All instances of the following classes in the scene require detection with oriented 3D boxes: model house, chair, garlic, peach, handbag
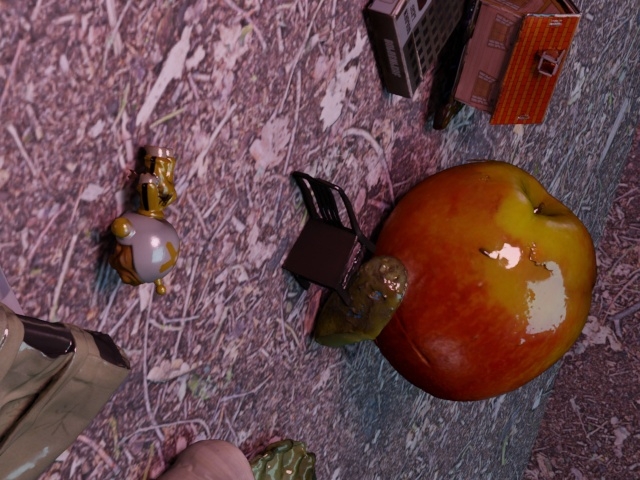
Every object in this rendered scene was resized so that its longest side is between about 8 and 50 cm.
[{"bbox_3d":[0.302,-0.294,1.668,0.207,0.154,0.294,-46,157,-46],"label":"model house"},{"bbox_3d":[0.000,0.000,1.468,0.101,0.084,0.212,-64,157,-14],"label":"chair"},{"bbox_3d":[-0.158,0.365,1.386,0.142,0.178,0.229,7,85,-33],"label":"garlic"},{"bbox_3d":[0.232,0.064,1.710,0.370,0.370,0.370,-45,148,-39],"label":"peach"},{"bbox_3d":[-0.316,0.150,0.908,0.253,0.109,0.316,-47,152,4],"label":"handbag"}]

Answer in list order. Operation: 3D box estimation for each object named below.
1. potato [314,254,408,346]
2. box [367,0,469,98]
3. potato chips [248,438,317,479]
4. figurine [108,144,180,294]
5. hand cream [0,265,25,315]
[{"bbox_3d":[0.047,0.091,1.599,0.054,0.198,0.119,21,56,-29],"label":"potato"},{"bbox_3d":[0.171,-0.372,1.522,0.325,0.047,0.180,-58,155,-19],"label":"box"},{"bbox_3d":[-0.122,0.493,1.679,0.358,0.070,0.429,23,89,-63],"label":"potato chips"},{"bbox_3d":[-0.172,-0.023,1.131,0.101,0.068,0.143,69,32,-66],"label":"figurine"},{"bbox_3d":[-0.294,0.072,0.977,0.079,0.048,0.255,-23,138,-17],"label":"hand cream"}]
